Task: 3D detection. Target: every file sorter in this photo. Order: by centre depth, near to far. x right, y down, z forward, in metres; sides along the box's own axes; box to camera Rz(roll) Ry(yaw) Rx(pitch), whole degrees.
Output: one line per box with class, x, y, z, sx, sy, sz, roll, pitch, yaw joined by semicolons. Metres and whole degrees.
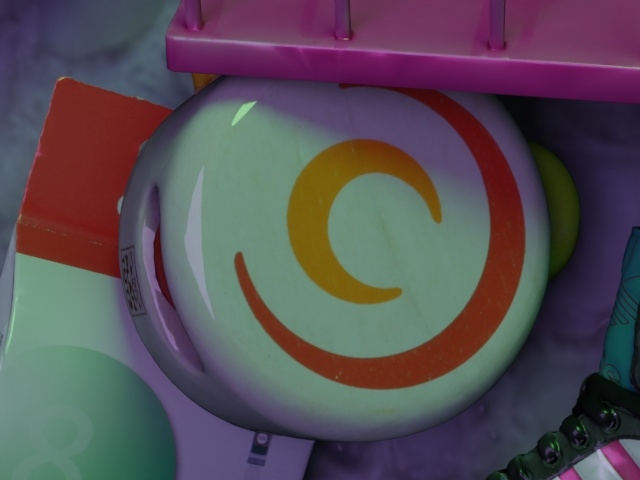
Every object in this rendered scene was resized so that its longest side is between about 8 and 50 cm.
file sorter;0.089;-0.192;0.861;0.290;0.202;0.182;5;127;9

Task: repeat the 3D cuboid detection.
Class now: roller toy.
roller toy;0.000;0.000;0.945;0.209;0.146;0.191;35;76;-13

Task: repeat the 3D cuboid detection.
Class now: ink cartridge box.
ink cartridge box;-0.078;0.049;0.997;0.056;0.181;0.225;25;99;63

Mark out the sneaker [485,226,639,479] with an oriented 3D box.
sneaker;0.142;0.084;0.932;0.295;0.124;0.178;-6;91;12
